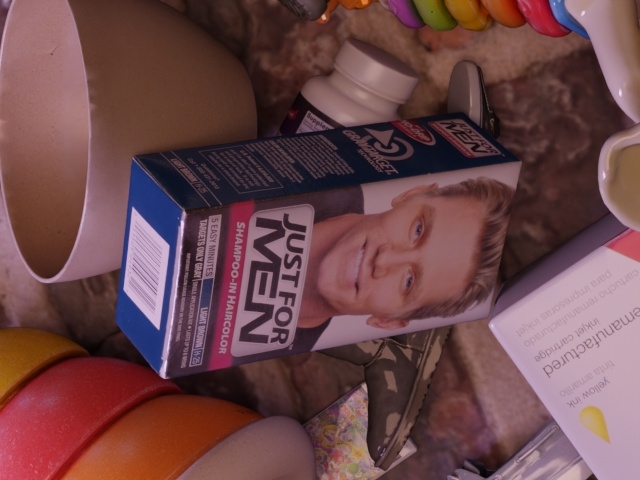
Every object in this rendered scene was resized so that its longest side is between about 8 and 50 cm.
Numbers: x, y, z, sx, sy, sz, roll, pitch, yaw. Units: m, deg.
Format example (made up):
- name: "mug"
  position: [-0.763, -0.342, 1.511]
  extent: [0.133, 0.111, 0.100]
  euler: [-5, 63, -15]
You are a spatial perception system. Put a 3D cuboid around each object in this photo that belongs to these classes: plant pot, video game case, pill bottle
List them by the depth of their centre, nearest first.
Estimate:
- name: "plant pot"
  position: [-0.170, -0.106, 1.836]
  extent: [0.191, 0.284, 0.284]
  euler: [-2, 103, -26]
- name: "pill bottle"
  position: [0.013, -0.089, 1.868]
  extent: [0.108, 0.108, 0.193]
  euler: [30, 104, 2]
- name: "video game case"
  position: [0.023, 0.207, 1.976]
  extent: [0.122, 0.011, 0.087]
  euler: [-37, 94, 14]

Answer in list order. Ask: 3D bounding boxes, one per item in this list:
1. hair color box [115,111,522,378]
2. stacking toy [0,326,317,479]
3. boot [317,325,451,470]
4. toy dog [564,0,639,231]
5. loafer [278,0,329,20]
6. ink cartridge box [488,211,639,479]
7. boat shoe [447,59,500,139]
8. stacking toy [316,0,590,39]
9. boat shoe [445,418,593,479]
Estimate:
- name: "hair color box"
  position: [0.000, 0.000, 1.771]
  extent: [0.347, 0.105, 0.173]
  euler: [-10, 125, -30]
- name: "stacking toy"
  position: [-0.274, 0.201, 1.920]
  extent: [0.480, 0.351, 0.350]
  euler: [36, 105, 20]
- name: "boot"
  position: [0.007, 0.103, 1.920]
  extent: [0.209, 0.076, 0.189]
  euler: [20, 83, -2]
- name: "toy dog"
  position: [0.407, -0.183, 1.633]
  extent: [0.396, 0.408, 0.284]
  euler: [15, 116, -5]
- name: "loafer"
  position: [-0.060, -0.304, 1.828]
  extent: [0.087, 0.094, 0.251]
  euler: [-43, 69, -5]
- name: "ink cartridge box"
  position: [0.379, 0.139, 1.830]
  extent: [0.279, 0.160, 0.384]
  euler: [-35, 94, 14]
- name: "boat shoe"
  position: [0.149, -0.101, 1.881]
  extent: [0.040, 0.049, 0.142]
  euler: [-8, 100, -23]
- name: "stacking toy"
  position: [0.108, -0.249, 1.812]
  extent: [0.302, 0.166, 0.175]
  euler: [-9, 84, 22]
- name: "boat shoe"
  position: [0.165, 0.246, 1.935]
  extent: [0.227, 0.079, 0.081]
  euler: [-35, 85, 9]
